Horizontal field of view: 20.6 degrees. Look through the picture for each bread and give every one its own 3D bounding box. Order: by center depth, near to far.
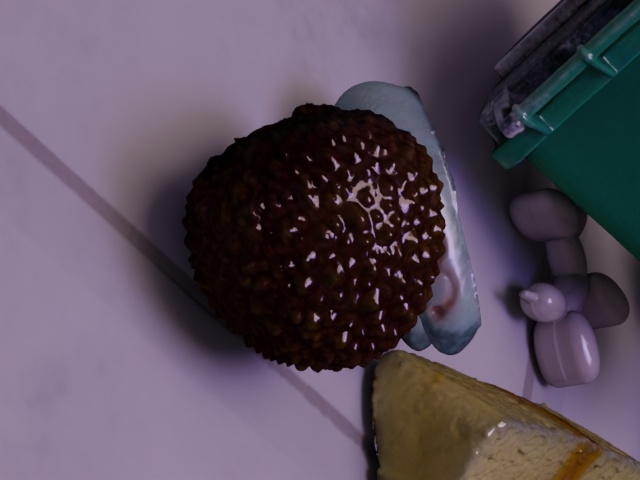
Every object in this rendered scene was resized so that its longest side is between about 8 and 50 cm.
[{"bbox_3d":[0.148,0.179,1.369,0.266,0.142,0.178,22,46,-52],"label":"bread"}]

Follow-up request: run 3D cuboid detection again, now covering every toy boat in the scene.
[{"bbox_3d":[0.052,-0.014,1.293,0.079,0.134,0.207,-16,95,-11],"label":"toy boat"}]

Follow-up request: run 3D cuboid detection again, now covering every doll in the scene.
[{"bbox_3d":[0.214,0.028,1.551,0.160,0.059,0.161,63,37,-21],"label":"doll"}]

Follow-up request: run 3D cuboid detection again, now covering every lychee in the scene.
[{"bbox_3d":[0.000,0.000,1.158,0.188,0.188,0.188,24,59,-49],"label":"lychee"}]

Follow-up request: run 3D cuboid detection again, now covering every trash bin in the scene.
[{"bbox_3d":[0.339,-0.071,1.462,0.381,0.259,0.295,45,21,-1],"label":"trash bin"}]
